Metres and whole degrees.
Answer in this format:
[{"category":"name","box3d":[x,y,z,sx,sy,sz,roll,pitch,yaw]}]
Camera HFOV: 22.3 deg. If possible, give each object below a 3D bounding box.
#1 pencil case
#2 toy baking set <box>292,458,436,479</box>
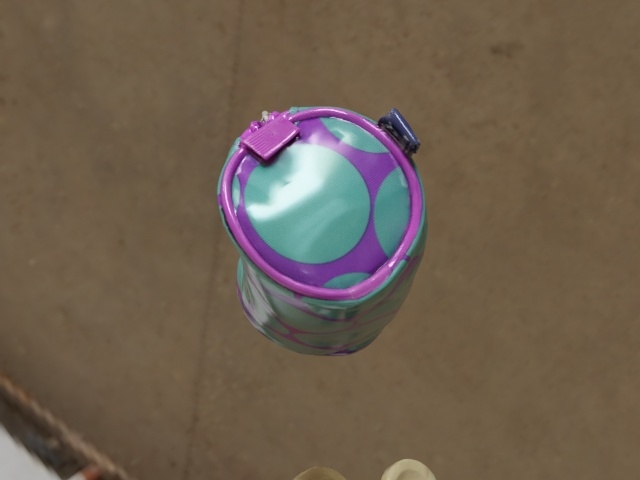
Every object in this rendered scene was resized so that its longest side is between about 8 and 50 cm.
[{"category":"pencil case","box3d":[0.000,0.000,0.561,0.070,0.064,0.151,63,173,10]},{"category":"toy baking set","box3d":[0.051,0.204,0.698,0.256,0.197,0.030,42,142,-9]}]
